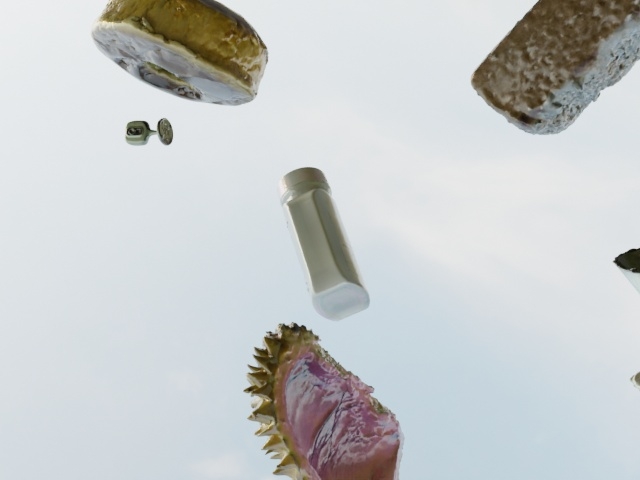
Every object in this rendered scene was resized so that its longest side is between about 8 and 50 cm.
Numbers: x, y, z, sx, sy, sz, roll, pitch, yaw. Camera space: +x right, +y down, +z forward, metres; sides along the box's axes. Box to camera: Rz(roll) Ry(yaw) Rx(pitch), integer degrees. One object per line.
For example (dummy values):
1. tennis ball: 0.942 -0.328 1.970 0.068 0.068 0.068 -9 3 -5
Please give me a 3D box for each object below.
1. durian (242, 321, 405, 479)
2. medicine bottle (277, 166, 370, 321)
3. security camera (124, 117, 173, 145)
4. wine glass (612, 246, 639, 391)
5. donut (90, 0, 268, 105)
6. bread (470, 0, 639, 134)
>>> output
1. durian: -0.010 0.252 1.005 0.112 0.341 0.191 1 -126 39
2. medicine bottle: 0.000 0.000 1.539 0.161 0.111 0.296 53 -163 -57
3. security camera: -0.338 -0.208 1.536 0.092 0.058 0.058 -4 -151 17
4. wine glass: 0.445 0.106 1.030 0.122 0.183 0.122 -7 -166 2
5. donut: -0.241 -0.352 1.426 0.330 0.160 0.330 26 171 4
6. bread: 0.350 -0.282 0.835 0.113 0.416 0.165 50 -151 14
